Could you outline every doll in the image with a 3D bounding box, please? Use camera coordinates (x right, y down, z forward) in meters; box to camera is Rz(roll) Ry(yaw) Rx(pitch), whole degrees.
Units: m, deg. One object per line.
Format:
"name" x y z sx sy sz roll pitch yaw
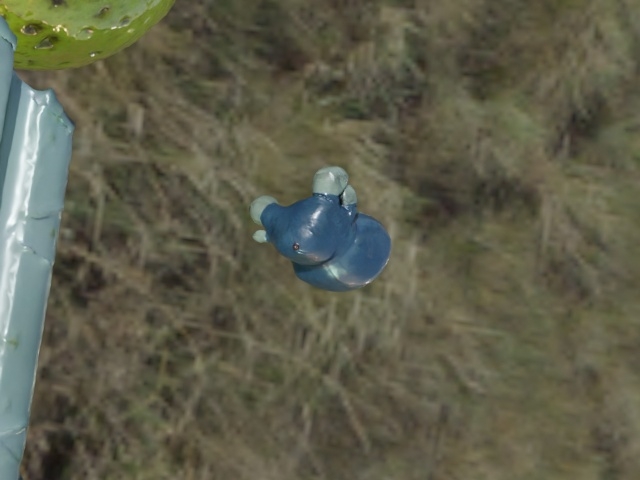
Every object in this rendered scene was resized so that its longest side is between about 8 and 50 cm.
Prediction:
"doll" 0.000 0.000 0.927 0.083 0.076 0.050 37 46 -45

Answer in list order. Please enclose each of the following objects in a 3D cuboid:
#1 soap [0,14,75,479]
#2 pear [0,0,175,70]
"soap" -0.323 0.036 1.057 0.261 0.156 0.446 12 86 -49
"pear" -0.283 -0.324 1.452 0.391 0.391 0.391 -28 122 -60
